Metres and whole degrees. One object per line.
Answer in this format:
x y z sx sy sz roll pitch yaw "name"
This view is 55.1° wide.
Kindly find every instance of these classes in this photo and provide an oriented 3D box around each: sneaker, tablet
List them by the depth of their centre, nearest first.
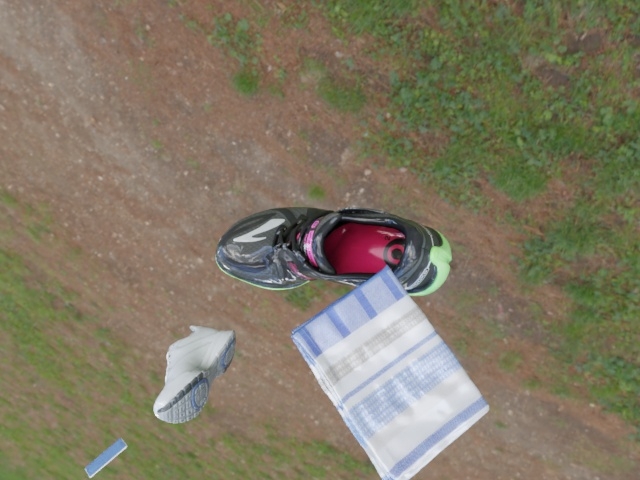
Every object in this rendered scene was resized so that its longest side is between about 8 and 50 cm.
-0.405 0.411 1.162 0.054 0.083 0.006 1 126 59 "tablet"
0.000 0.000 1.169 0.482 0.186 0.202 -1 163 25 "sneaker"
-0.296 0.293 1.368 0.129 0.297 0.111 14 116 11 "sneaker"

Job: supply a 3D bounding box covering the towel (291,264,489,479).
0.110 0.206 0.955 0.285 0.209 0.034 55 164 8 "towel"
